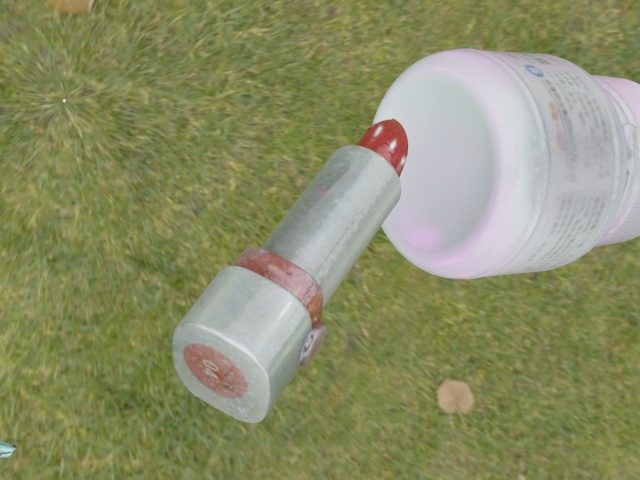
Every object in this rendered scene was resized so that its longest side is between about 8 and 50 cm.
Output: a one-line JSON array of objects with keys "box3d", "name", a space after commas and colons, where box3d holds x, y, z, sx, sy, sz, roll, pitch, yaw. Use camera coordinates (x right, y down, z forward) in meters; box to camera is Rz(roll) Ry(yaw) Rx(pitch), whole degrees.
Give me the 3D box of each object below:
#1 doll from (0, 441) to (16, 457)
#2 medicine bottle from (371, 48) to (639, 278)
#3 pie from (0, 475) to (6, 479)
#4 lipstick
[{"box3d": [-0.341, 0.143, 0.994, 0.159, 0.158, 0.059, 48, 127, 9], "name": "doll"}, {"box3d": [0.230, -0.086, 1.264, 0.302, 0.241, 0.241, -4, 99, -39], "name": "medicine bottle"}, {"box3d": [-0.371, 0.357, 1.069, 0.337, 0.338, 0.075, -6, 142, -12], "name": "pie"}, {"box3d": [0.001, 0.000, 0.566, 0.057, 0.063, 0.186, 27, 54, 13], "name": "lipstick"}]
